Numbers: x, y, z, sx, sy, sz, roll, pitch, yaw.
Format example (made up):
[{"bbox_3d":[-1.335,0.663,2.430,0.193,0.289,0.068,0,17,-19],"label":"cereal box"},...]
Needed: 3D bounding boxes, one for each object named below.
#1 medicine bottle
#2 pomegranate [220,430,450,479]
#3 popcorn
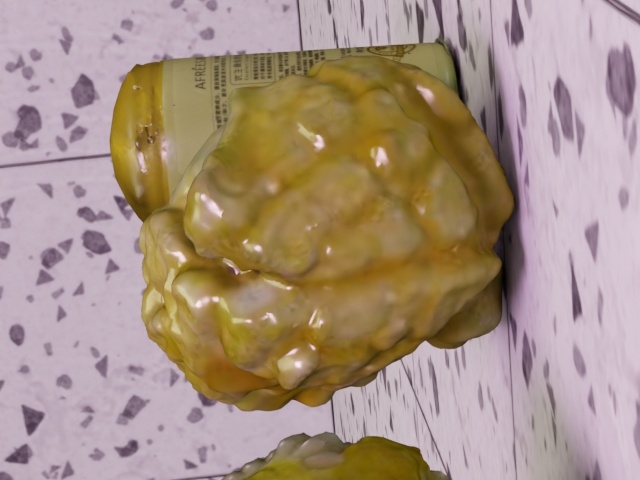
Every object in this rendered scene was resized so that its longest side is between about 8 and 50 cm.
[{"bbox_3d":[-0.025,-0.072,1.320,0.124,0.239,0.124,175,90,-89],"label":"medicine bottle"},{"bbox_3d":[0.037,0.243,1.008,0.341,0.260,0.260,42,-148,-49],"label":"pomegranate"},{"bbox_3d":[0.000,0.000,1.158,0.256,0.255,0.195,-47,68,28],"label":"popcorn"}]
